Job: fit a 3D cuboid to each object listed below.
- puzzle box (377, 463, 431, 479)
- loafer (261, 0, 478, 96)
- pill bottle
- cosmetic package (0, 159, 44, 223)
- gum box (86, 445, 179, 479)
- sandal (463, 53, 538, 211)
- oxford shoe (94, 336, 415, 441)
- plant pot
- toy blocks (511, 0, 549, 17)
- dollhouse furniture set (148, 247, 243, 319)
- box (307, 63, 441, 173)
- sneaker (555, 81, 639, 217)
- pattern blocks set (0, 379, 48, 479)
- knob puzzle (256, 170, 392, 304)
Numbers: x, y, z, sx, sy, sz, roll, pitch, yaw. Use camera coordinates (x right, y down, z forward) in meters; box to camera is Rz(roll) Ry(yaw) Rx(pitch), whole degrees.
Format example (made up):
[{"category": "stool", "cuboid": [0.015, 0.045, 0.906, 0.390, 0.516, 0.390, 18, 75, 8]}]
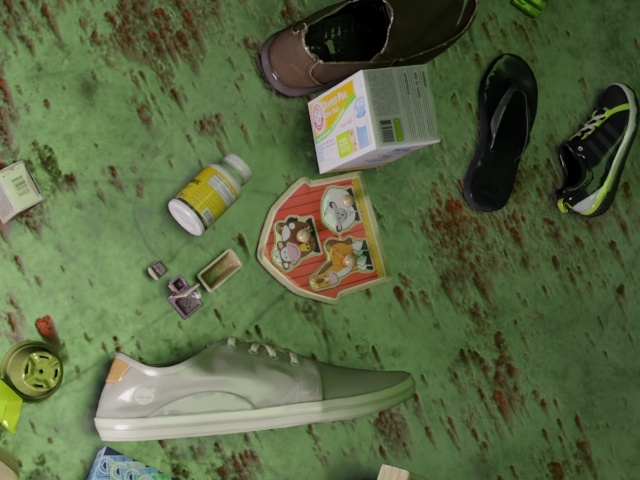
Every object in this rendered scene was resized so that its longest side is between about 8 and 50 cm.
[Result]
[{"category": "puzzle box", "cuboid": [0.124, 0.542, 1.791, 0.272, 0.052, 0.408, 30, 72, -44]}, {"category": "loafer", "cuboid": [0.096, -0.308, 1.893, 0.366, 0.130, 0.133, -27, 94, -22]}, {"category": "pill bottle", "cuboid": [-0.151, -0.067, 1.803, 0.116, 0.065, 0.065, -45, 101, -21]}, {"category": "cosmetic package", "cuboid": [-0.399, -0.062, 1.677, 0.041, 0.115, 0.060, -30, 96, -23]}, {"category": "gum box", "cuboid": [-0.253, 0.388, 1.700, 0.157, 0.041, 0.184, 28, 60, -16]}, {"category": "sandal", "cuboid": [0.289, -0.167, 1.995, 0.097, 0.054, 0.254, 15, 79, -20]}, {"category": "oxford shoe", "cuboid": [-0.082, 0.192, 1.752, 0.450, 0.169, 0.130, -2, 83, -17]}, {"category": "plant pot", "cuboid": [-0.369, 0.171, 1.681, 0.083, 0.079, 0.083, 3, 83, -22]}, {"category": "toy blocks", "cuboid": [0.429, -0.555, 1.984, 0.191, 0.261, 0.381, 31, 74, -16]}, {"category": "dollhouse furniture set", "cuboid": [-0.162, 0.038, 1.777, 0.114, 0.081, 0.091, -40, 99, -21]}, {"category": "box", "cuboid": [0.072, -0.169, 1.829, 0.103, 0.203, 0.114, -8, 85, -23]}, {"category": "sneaker", "cuboid": [0.430, -0.150, 2.033, 0.097, 0.084, 0.234, 20, 77, -17]}, {"category": "pattern blocks set", "cuboid": [-0.490, 0.291, 1.623, 0.285, 0.026, 0.325, -42, 89, -24]}, {"category": "knob puzzle", "cuboid": [0.000, 0.000, 1.875, 0.213, 0.030, 0.213, 2, 83, -21]}]
